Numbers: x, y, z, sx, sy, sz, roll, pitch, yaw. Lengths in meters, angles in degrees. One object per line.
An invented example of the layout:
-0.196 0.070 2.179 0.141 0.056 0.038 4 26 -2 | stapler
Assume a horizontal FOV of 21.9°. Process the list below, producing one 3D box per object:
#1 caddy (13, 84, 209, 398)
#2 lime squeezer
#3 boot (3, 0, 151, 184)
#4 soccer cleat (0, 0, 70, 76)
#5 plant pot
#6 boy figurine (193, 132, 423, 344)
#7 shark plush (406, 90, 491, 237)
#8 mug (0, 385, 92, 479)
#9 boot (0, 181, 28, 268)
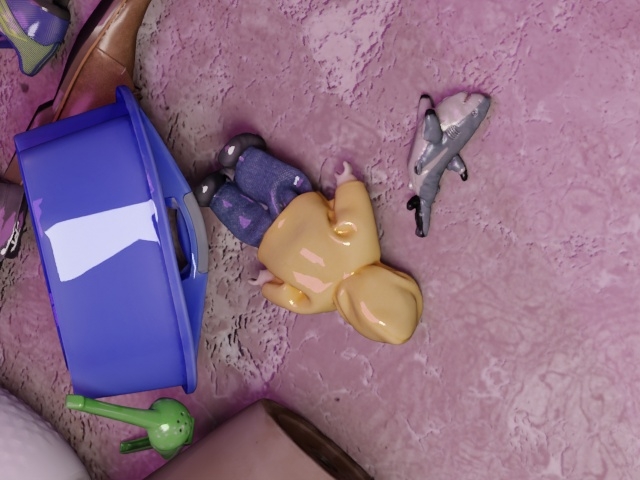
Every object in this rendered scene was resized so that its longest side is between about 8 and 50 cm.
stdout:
-0.209 0.008 1.766 0.179 0.241 0.341 -13 105 -9 | caddy
-0.188 0.209 1.785 0.110 0.310 0.058 -13 74 0 | lime squeezer
-0.239 -0.180 1.875 0.115 0.112 0.305 28 103 -11 | boot
-0.424 -0.287 1.933 0.289 0.093 0.121 29 97 19 | soccer cleat
-0.083 0.328 1.733 0.323 0.323 0.280 41 94 17 | plant pot
0.000 0.000 1.760 0.285 0.092 0.177 39 109 17 | boy figurine
0.126 -0.078 1.715 0.067 0.073 0.161 12 96 -6 | shark plush
-0.462 0.325 1.896 0.328 0.276 0.374 21 86 14 | mug
-0.436 -0.090 1.934 0.223 0.118 0.338 19 104 -7 | boot
